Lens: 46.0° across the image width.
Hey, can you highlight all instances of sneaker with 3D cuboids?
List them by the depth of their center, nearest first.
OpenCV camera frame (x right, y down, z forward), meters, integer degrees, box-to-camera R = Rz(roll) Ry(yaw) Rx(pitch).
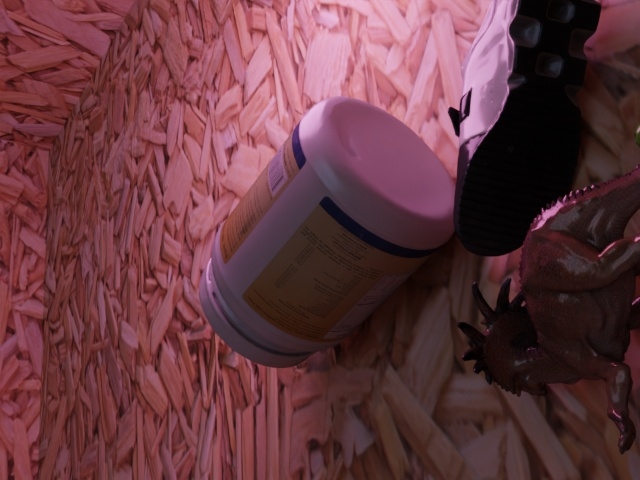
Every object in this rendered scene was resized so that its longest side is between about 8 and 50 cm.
[{"bbox_3d":[0.211,-0.146,0.844,0.146,0.122,0.330,-153,78,-74],"label":"sneaker"}]

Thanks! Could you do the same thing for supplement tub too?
[{"bbox_3d":[0.000,0.000,0.971,0.316,0.228,0.228,-48,43,34],"label":"supplement tub"}]

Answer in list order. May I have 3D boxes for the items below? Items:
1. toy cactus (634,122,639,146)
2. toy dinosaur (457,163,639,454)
[{"bbox_3d":[0.368,-0.160,0.640,0.219,0.112,0.180,-47,24,38],"label":"toy cactus"},{"bbox_3d":[0.220,0.047,0.677,0.200,0.127,0.296,22,116,39],"label":"toy dinosaur"}]
